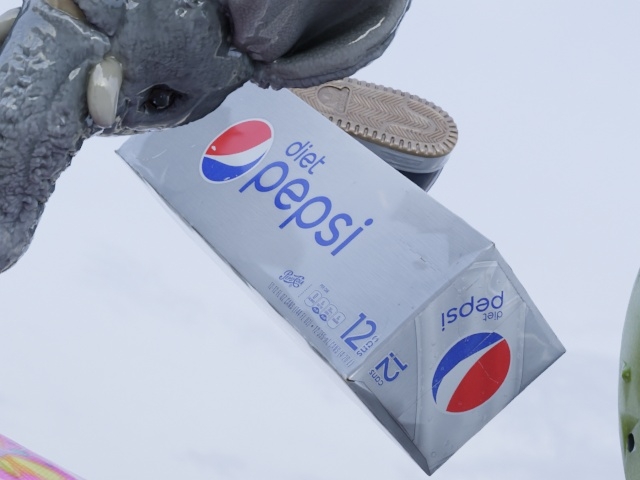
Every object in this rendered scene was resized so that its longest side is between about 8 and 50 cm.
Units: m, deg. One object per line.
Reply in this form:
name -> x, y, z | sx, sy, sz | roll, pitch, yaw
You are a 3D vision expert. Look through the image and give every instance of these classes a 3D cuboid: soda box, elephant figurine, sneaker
soda box -> 0.000, 0.000, 0.834 | 0.286, 0.098, 0.091 | 40, -9, 51
elephant figurine -> -0.050, -0.115, 0.573 | 0.186, 0.169, 0.239 | 3, -51, -13
sneaker -> -0.025, -0.094, 1.456 | 0.282, 0.099, 0.153 | 21, -41, 1

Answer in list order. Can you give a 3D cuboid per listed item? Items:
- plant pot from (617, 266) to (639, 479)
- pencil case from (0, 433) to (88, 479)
plant pot -> 0.384, 0.099, 0.942 | 0.353, 0.366, 0.366 | 3, -19, -11
pencil case -> -0.098, 0.119, 0.473 | 0.284, 0.124, 0.124 | 31, -25, -29
